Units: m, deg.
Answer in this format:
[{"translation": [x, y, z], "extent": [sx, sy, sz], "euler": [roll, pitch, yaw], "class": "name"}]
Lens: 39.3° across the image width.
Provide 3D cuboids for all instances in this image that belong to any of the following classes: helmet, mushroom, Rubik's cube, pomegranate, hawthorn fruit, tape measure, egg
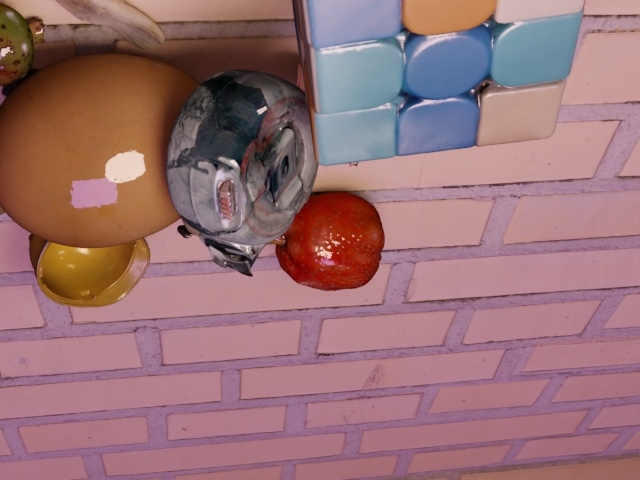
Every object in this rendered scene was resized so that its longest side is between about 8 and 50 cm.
[{"translation": [-0.467, 0.010, 1.733], "extent": [0.205, 0.140, 0.257], "euler": [-52, 148, 2], "class": "helmet"}, {"translation": [-0.320, -0.347, 1.354], "extent": [0.059, 0.054, 0.202], "euler": [-28, 146, 33], "class": "mushroom"}, {"translation": [0.131, -0.348, 1.201], "extent": [0.346, 0.347, 0.344], "euler": [-9, 143, -2], "class": "Rubik's cube"}, {"translation": [-0.475, -0.290, 1.332], "extent": [0.130, 0.130, 0.130], "euler": [-6, 144, -5], "class": "pomegranate"}, {"translation": [0.000, 0.000, 1.777], "extent": [0.253, 0.205, 0.205], "euler": [7, 141, -20], "class": "hawthorn fruit"}, {"translation": [-0.103, -0.115, 1.337], "extent": [0.147, 0.256, 0.275], "euler": [16, 149, 27], "class": "tape measure"}, {"translation": [-0.332, -0.144, 1.412], "extent": [0.374, 0.301, 0.301], "euler": [-19, 149, -22], "class": "egg"}]

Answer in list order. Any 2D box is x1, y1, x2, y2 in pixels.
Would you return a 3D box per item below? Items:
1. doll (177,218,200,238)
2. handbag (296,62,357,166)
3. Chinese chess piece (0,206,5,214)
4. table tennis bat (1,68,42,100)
[{"translation": [-0.163, -0.086, 1.657], "extent": [0.234, 0.135, 0.143], "euler": [-18, 145, 28], "class": "doll"}, {"translation": [0.016, -0.211, 1.511], "extent": [0.116, 0.179, 0.205], "euler": [1, 136, 0], "class": "handbag"}, {"translation": [-0.616, -0.117, 1.574], "extent": [0.188, 0.083, 0.188], "euler": [-7, 141, -5], "class": "Chinese chess piece"}, {"translation": [-0.497, -0.234, 1.493], "extent": [0.156, 0.013, 0.087], "euler": [-24, 143, 18], "class": "table tennis bat"}]
